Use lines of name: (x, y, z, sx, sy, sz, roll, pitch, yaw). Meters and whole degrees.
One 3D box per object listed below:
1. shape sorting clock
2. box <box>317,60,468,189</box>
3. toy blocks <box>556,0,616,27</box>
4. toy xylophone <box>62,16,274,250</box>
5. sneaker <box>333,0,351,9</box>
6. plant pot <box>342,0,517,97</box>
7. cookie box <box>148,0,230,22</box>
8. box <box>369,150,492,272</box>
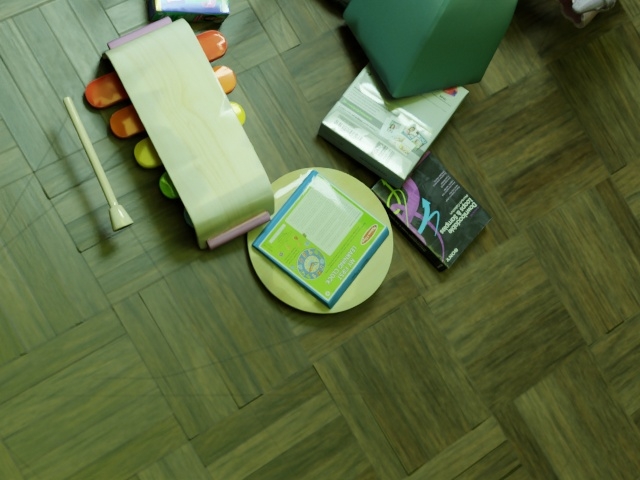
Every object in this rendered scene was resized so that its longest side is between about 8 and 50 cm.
shape sorting clock: (0.000, 0.000, 1.635, 0.206, 0.040, 0.206, 3, 74, -9)
box: (0.106, -0.185, 1.712, 0.145, 0.038, 0.186, 34, 65, 4)
toy blocks: (0.329, -0.440, 1.776, 0.260, 0.309, 0.289, -38, 92, -3)
toy xylophone: (-0.201, -0.140, 1.566, 0.236, 0.081, 0.323, -18, 84, -11)
sneaker: (0.094, -0.445, 1.776, 0.267, 0.101, 0.106, -37, 106, -20)
plant pot: (0.170, -0.347, 1.652, 0.165, 0.234, 0.165, -15, 63, -30)
cookie box: (-0.186, -0.353, 1.655, 0.107, 0.040, 0.092, -3, 78, -22)
box: (0.158, -0.050, 1.719, 0.162, 0.029, 0.116, 46, 65, -6)
